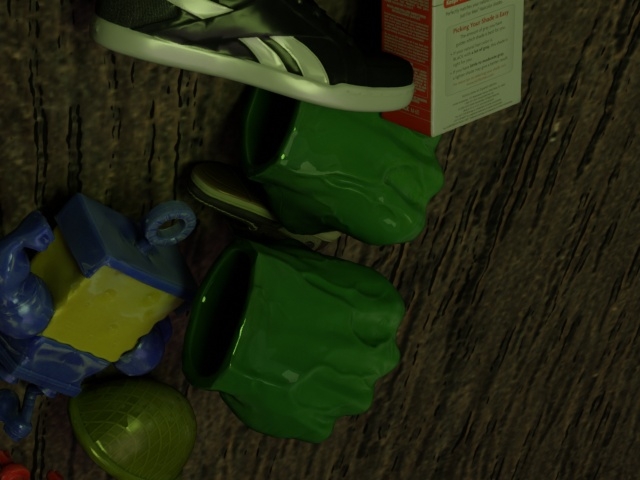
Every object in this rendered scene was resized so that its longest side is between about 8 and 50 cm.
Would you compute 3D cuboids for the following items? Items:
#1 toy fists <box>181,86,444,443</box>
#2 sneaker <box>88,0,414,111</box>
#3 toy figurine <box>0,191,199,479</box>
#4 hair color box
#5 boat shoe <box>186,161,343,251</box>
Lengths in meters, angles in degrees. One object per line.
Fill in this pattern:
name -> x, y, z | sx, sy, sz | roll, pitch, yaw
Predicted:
toy fists -> 0.000, 0.000, 1.313 | 0.142, 0.096, 0.279 | 22, 75, -31
sneaker -> -0.027, -0.157, 1.190 | 0.217, 0.079, 0.121 | 11, 106, -20
toy figurine -> -0.136, 0.075, 1.325 | 0.217, 0.191, 0.362 | -49, 140, 12
hair color box -> 0.088, -0.164, 1.263 | 0.093, 0.053, 0.167 | -23, 124, -38
boat shoe -> -0.044, -0.015, 1.386 | 0.152, 0.056, 0.049 | 20, 114, -45
